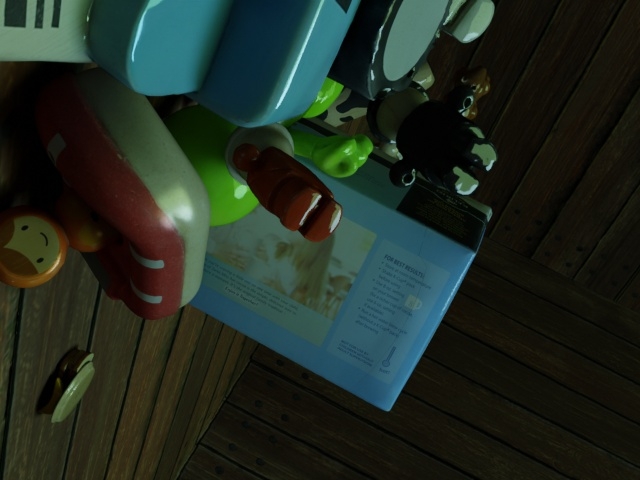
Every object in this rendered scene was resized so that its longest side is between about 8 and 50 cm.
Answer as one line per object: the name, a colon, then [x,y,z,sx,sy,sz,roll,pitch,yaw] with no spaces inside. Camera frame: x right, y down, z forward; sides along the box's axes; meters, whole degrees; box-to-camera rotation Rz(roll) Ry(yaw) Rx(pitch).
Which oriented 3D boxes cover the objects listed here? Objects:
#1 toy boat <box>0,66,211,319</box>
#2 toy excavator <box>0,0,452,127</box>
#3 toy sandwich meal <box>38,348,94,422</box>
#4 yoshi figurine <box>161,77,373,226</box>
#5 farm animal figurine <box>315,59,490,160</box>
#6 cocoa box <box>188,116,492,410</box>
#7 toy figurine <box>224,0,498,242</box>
toy boat: [-0.175,-0.017,0.734,0.151,0.151,0.231,-29,161,-22]
toy excavator: [-0.106,-0.145,0.467,0.445,0.222,0.433,-22,141,-61]
toy sandwich meal: [-0.275,0.158,1.088,0.086,0.029,0.085,-59,178,-4]
yoshi figurine: [-0.060,-0.132,0.959,0.362,0.203,0.203,-58,158,-22]
farm animal figurine: [0.086,-0.267,1.518,0.326,0.330,0.172,-33,-166,29]
cocoa box: [0.000,0.000,1.225,0.232,0.347,0.228,-64,175,19]
toy figurine: [0.022,-0.126,0.780,0.148,0.213,0.210,-130,-154,-52]
